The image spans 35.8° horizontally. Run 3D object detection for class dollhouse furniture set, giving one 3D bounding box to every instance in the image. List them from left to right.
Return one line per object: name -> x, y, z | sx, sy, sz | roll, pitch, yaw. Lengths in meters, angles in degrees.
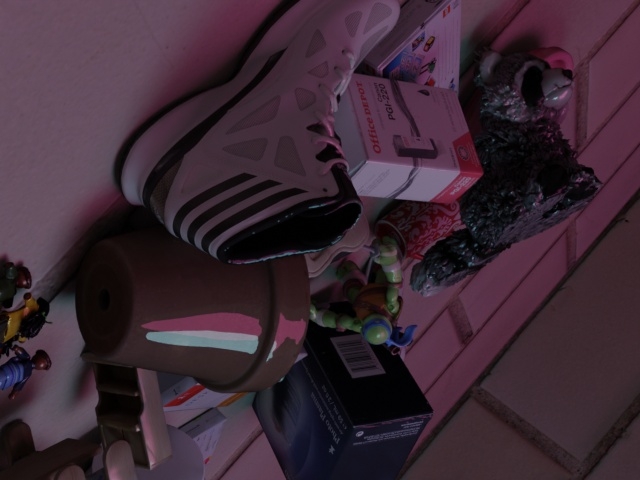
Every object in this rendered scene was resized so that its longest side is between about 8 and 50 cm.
dollhouse furniture set -> -0.328, 0.256, 1.307 | 0.242, 0.212, 0.161 | -23, 108, -50

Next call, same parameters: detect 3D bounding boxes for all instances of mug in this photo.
mug -> 0.207, -0.027, 1.938 | 0.169, 0.150, 0.113 | -32, 169, -29

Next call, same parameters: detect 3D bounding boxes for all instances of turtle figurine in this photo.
turtle figurine -> 0.057, 0.064, 1.775 | 0.266, 0.275, 0.197 | -73, -178, -70

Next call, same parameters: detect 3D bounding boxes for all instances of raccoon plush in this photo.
raccoon plush -> 0.271, -0.135, 1.746 | 0.446, 0.299, 0.216 | -33, 161, 18

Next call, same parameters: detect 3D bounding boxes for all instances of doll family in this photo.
doll family -> -0.367, 0.113, 1.167 | 0.111, 0.076, 0.193 | -31, 156, -48

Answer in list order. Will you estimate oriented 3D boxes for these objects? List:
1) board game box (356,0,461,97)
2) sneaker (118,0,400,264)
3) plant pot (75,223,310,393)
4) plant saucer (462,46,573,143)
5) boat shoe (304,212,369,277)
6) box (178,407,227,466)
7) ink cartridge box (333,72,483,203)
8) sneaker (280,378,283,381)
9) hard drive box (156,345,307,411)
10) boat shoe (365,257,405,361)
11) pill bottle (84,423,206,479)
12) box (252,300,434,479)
board game box -> 0.146, -0.255, 1.584 | 0.193, 0.053, 0.305 | -45, 157, -16
sneaker -> -0.003, -0.132, 1.227 | 0.447, 0.257, 0.169 | -44, 156, -18
plant pot -> -0.178, 0.073, 1.273 | 0.229, 0.263, 0.263 | 2, 126, -42
plant saucer -> 0.371, -0.249, 1.978 | 0.332, 0.084, 0.332 | -42, 156, -23
boat shoe -> 0.000, 0.000, 1.566 | 0.079, 0.084, 0.233 | -20, -172, 37
box -> -0.265, 0.404, 1.837 | 0.186, 0.038, 0.145 | -25, 147, -44
ink cartridge box -> 0.110, -0.147, 1.437 | 0.218, 0.158, 0.092 | 2, 151, -32
sneaker -> -0.117, 0.234, 1.807 | 0.057, 0.075, 0.161 | -55, 158, 8
hard drive box -> -0.156, 0.189, 1.578 | 0.181, 0.089, 0.232 | -34, 161, 18
boat shoe -> 0.120, 0.151, 1.977 | 0.088, 0.096, 0.267 | 46, 48, -56
pill bottle -> -0.301, 0.491, 1.650 | 0.229, 0.229, 0.407 | -31, 149, -39
box -> 0.029, 0.322, 1.883 | 0.183, 0.296, 0.294 | -5, 133, -29
